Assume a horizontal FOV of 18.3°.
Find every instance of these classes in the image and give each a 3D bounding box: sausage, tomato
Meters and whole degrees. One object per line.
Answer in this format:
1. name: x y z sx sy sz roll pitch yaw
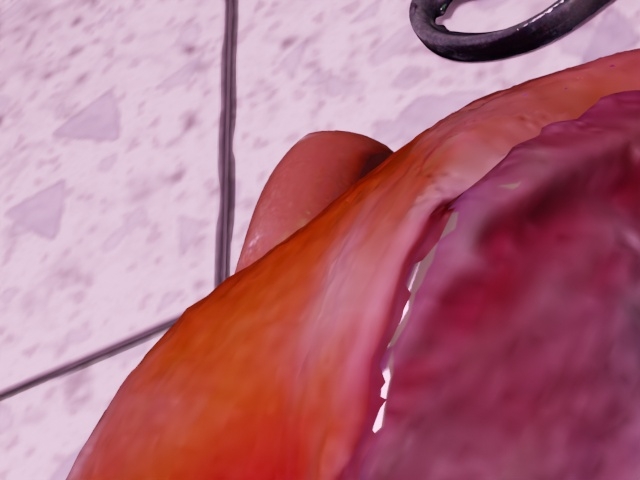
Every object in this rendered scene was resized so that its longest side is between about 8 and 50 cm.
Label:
1. sausage: 0.000 0.000 0.758 0.054 0.059 0.094 -13 46 39
2. tomato: 0.056 0.130 0.420 0.176 0.290 0.334 2 67 63

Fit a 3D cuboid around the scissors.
1. scissors: 0.170 -0.141 0.798 0.300 0.022 0.109 -12 47 29
